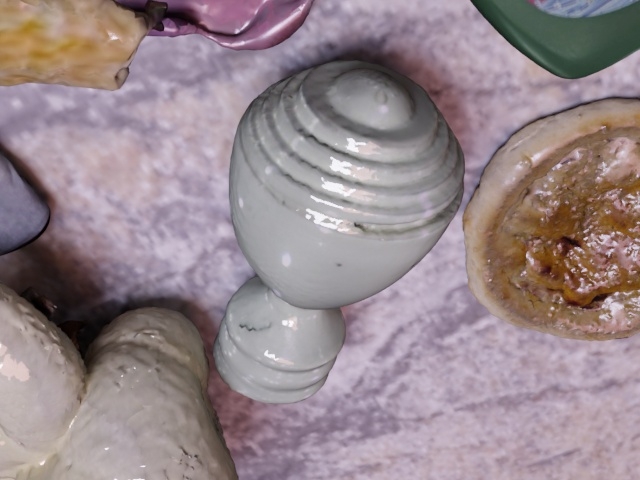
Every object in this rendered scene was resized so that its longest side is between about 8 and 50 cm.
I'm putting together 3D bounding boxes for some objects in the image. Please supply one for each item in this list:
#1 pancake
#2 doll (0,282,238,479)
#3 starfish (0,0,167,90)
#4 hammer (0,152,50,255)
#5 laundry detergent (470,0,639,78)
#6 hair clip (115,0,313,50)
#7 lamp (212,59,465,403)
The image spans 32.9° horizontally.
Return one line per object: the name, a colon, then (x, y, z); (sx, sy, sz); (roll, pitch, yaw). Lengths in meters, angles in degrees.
pancake: (0.147, -0.005, 0.567); (0.151, 0.025, 0.152); (-3, 125, -5)
doll: (-0.165, 0.072, 0.548); (0.278, 0.175, 0.149); (30, 77, -13)
starfish: (-0.228, -0.126, 0.296); (0.432, 0.082, 0.324); (-10, 133, 32)
hammer: (-0.243, -0.144, 0.414); (0.152, 0.044, 0.427); (-29, 124, 15)
laundry detergent: (0.088, -0.173, 0.418); (0.137, 0.063, 0.211); (-33, 120, 14)
hair clip: (-0.052, -0.152, 0.430); (0.146, 0.056, 0.187); (1, 134, -8)
lamp: (0.000, 0.000, 0.516); (0.106, 0.106, 0.193); (9, 135, -12)
